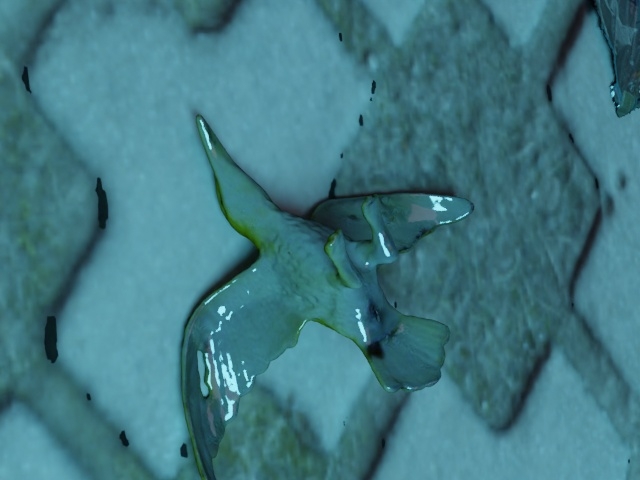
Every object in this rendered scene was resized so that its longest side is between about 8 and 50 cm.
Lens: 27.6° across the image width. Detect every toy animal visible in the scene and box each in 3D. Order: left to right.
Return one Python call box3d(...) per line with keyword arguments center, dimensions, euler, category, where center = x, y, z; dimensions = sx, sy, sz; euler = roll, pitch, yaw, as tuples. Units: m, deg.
box3d(center=(0.000, 0.000, 0.629), dimensions=(0.219, 0.095, 0.155), euler=(-39, 109, -31), category="toy animal")

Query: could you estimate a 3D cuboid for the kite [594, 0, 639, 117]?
box3d(center=(0.241, -0.246, 0.863), dimensions=(0.406, 0.014, 0.368), euler=(27, 71, -28), category="kite")
